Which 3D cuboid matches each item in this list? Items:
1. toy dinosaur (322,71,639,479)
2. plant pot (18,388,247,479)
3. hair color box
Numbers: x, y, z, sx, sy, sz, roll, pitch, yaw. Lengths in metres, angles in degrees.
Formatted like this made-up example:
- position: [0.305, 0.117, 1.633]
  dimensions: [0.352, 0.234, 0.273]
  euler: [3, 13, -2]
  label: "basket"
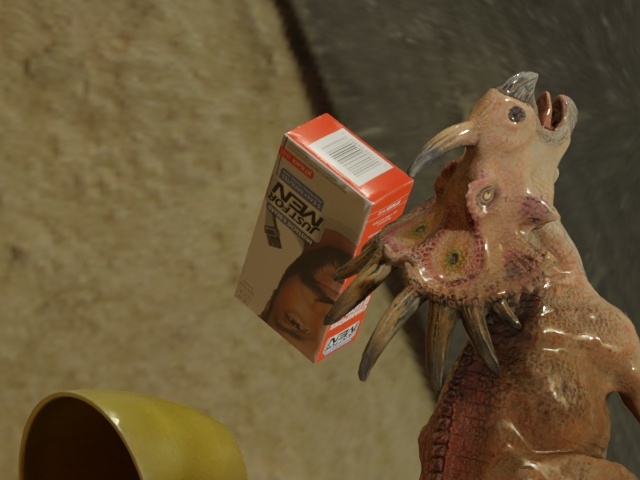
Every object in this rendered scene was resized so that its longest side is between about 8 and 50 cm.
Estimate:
- position: [0.089, 0.087, 0.920]
  dimensions: [0.127, 0.200, 0.296]
  euler: [-12, 71, 41]
  label: "toy dinosaur"
- position: [-0.100, 0.144, 1.125]
  dimensions: [0.134, 0.095, 0.134]
  euler: [14, 109, 46]
  label: "plant pot"
- position: [0.000, 0.000, 1.456]
  dimensions: [0.093, 0.053, 0.167]
  euler: [39, 134, 23]
  label: "hair color box"
